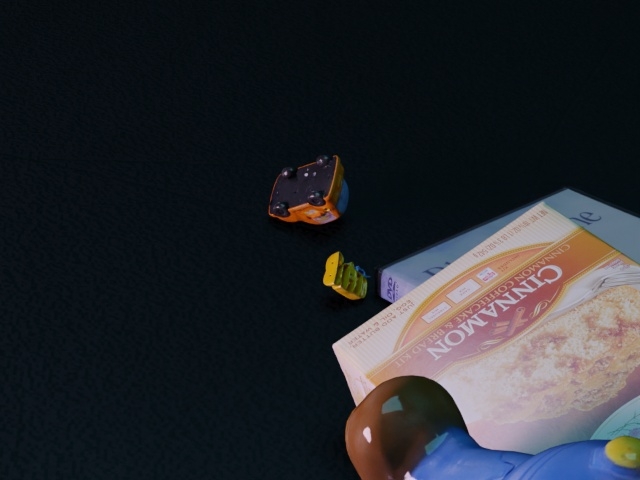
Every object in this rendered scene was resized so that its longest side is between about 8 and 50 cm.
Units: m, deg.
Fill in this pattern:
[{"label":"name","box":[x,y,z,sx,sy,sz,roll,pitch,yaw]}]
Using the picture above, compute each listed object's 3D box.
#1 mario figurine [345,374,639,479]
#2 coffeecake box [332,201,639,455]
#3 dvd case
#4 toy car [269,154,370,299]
[{"label":"mario figurine","box":[0.094,0.087,0.450,0.170,0.198,0.320,12,-13,-37]},{"label":"coffeecake box","box":[0.118,0.078,0.673,0.142,0.068,0.185,-33,39,-15]},{"label":"dvd case","box":[0.181,0.039,0.810,0.180,0.022,0.253,-23,34,-35]},{"label":"toy car","box":[0.000,0.000,0.882,0.040,0.060,0.122,36,36,-36]}]
